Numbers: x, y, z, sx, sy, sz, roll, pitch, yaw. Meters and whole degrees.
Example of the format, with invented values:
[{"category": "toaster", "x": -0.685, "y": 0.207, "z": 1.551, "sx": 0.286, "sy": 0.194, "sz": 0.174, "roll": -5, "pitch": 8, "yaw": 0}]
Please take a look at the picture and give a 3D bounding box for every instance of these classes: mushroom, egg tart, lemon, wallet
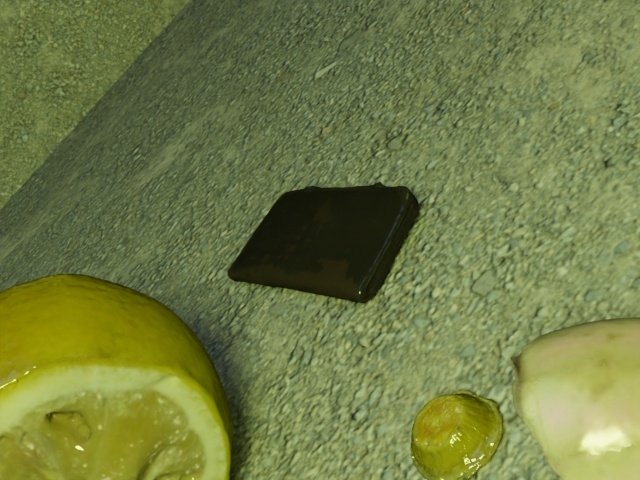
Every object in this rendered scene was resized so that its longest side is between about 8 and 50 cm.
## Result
[{"category": "mushroom", "x": 0.244, "y": 0.126, "z": 0.640, "sx": 0.173, "sy": 0.162, "sz": 0.236, "roll": -29, "pitch": 34, "yaw": 28}, {"category": "egg tart", "x": 0.118, "y": 0.176, "z": 0.860, "sx": 0.105, "sy": 0.039, "sz": 0.105, "roll": -33, "pitch": 31, "yaw": 23}, {"category": "lemon", "x": -0.280, "y": 0.197, "z": 1.028, "sx": 0.364, "sy": 0.364, "sz": 0.364, "roll": -31, "pitch": 31, "yaw": 21}, {"category": "wallet", "x": 0.000, "y": 0.000, "z": 1.237, "sx": 0.309, "sy": 0.042, "sz": 0.165, "roll": 2, "pitch": 55, "yaw": 54}]
